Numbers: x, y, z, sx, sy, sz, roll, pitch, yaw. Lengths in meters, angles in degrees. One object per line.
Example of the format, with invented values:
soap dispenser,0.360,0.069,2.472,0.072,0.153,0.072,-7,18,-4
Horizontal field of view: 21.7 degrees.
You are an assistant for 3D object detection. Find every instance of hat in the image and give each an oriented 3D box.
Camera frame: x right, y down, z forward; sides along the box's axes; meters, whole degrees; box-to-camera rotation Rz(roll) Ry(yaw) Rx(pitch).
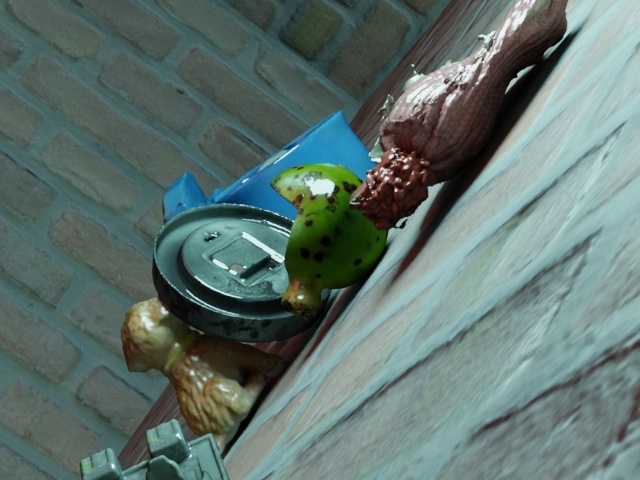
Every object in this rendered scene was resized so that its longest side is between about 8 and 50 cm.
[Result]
hat,0.120,-0.126,1.622,0.286,0.107,0.236,-50,-7,-22

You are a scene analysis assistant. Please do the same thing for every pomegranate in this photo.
pomegranate,0.013,-0.003,1.799,0.143,0.122,0.169,61,-156,-64

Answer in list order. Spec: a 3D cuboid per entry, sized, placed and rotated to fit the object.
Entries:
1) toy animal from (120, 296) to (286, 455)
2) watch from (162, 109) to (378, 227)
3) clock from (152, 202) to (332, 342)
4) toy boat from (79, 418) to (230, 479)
toy animal,-0.163,0.159,1.905,0.104,0.185,0.184,-46,8,50
watch,-0.041,-0.040,2.178,0.274,0.241,0.305,-36,7,11
clock,-0.091,0.036,1.941,0.215,0.215,0.042,-59,-14,-52
toy boat,-0.129,0.236,1.312,0.141,0.092,0.319,-24,18,-4
